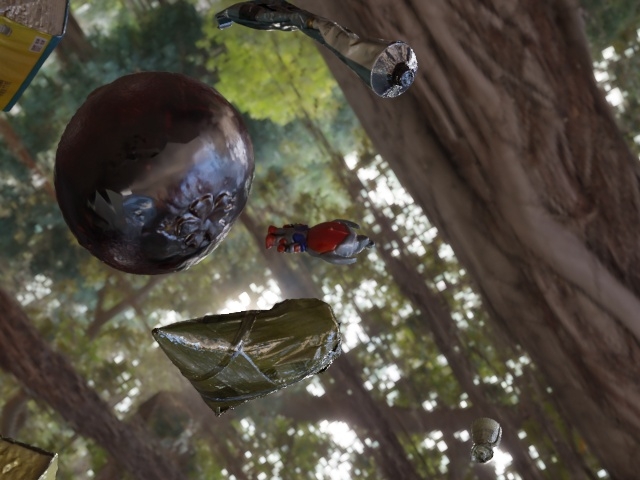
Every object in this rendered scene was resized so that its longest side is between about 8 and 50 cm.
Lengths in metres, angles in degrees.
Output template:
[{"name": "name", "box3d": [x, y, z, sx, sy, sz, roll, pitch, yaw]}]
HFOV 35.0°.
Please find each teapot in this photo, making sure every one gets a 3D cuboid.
[{"name": "teapot", "box3d": [0.313, 0.380, 1.922, 0.067, 0.057, 0.083, -30, -157, 32]}]

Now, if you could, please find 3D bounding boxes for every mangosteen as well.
[{"name": "mangosteen", "box3d": [-0.244, -0.104, 1.439, 0.297, 0.293, 0.297, -47, 168, -13]}]

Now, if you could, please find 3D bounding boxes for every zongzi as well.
[{"name": "zongzi", "box3d": [-0.099, 0.140, 1.516, 0.251, 0.274, 0.125, -25, -122, 0]}]

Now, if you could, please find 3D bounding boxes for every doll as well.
[{"name": "doll", "box3d": [0.000, 0.001, 1.813, 0.195, 0.062, 0.104, 4, -160, 5]}]

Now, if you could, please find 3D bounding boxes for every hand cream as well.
[{"name": "hand cream", "box3d": [-0.001, -0.185, 0.948, 0.075, 0.052, 0.248, 0, -158, -42]}]

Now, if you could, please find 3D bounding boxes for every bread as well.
[{"name": "bread", "box3d": [-0.490, 0.337, 1.375, 0.266, 0.141, 0.178, 12, -126, 24]}]

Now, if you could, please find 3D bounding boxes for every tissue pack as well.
[{"name": "tissue pack", "box3d": [-0.299, -0.210, 0.957, 0.169, 0.082, 0.120, -30, -128, 52]}]
